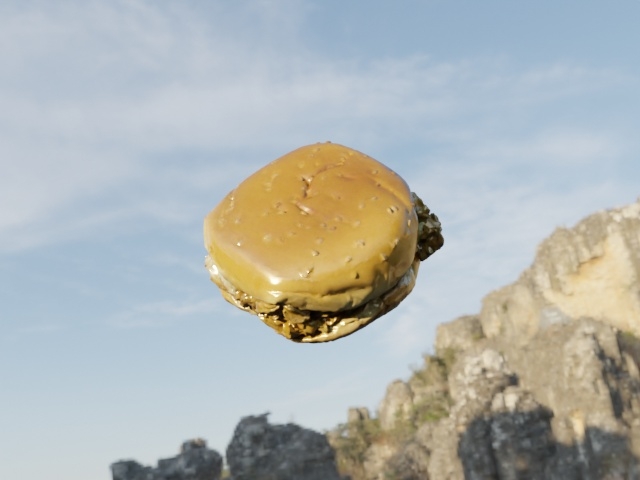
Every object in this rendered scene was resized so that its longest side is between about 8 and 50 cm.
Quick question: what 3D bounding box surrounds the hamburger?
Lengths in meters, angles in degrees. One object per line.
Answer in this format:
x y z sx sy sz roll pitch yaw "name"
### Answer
0.000 0.000 0.554 0.147 0.138 0.083 -37 -34 -27 "hamburger"
